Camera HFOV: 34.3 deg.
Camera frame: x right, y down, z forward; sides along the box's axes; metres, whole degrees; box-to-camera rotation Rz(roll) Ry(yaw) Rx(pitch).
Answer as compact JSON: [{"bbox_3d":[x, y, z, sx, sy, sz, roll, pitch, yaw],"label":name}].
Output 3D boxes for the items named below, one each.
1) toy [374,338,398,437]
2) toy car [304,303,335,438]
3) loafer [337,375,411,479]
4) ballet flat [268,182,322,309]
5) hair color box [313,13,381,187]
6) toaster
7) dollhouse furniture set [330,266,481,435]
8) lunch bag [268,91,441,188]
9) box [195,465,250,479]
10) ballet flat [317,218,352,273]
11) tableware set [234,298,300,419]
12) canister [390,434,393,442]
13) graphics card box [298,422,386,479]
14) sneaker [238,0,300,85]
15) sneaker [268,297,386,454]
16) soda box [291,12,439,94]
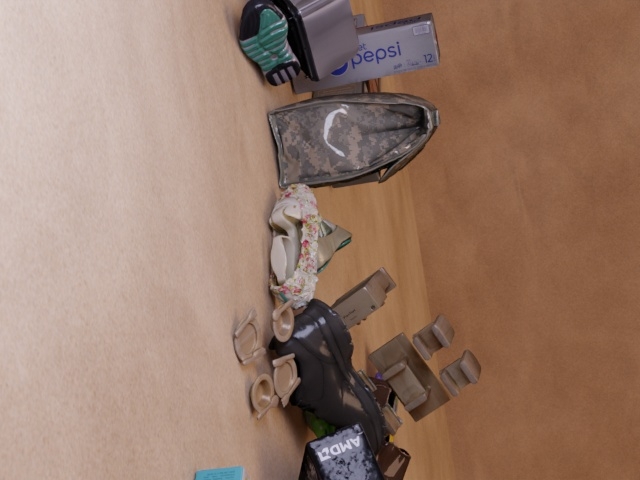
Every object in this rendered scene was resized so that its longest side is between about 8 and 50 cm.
[{"bbox_3d":[0.145,0.360,2.361,0.137,0.056,0.237,71,21,-55],"label":"toy"},{"bbox_3d":[0.005,0.258,1.780,0.225,0.053,0.239,-79,157,-56],"label":"toy car"},{"bbox_3d":[0.104,0.423,1.942,0.134,0.130,0.366,46,38,-70],"label":"loafer"},{"bbox_3d":[-0.046,-0.004,1.662,0.077,0.091,0.241,35,41,-44],"label":"ballet flat"},{"bbox_3d":[0.062,-0.313,2.291,0.185,0.113,0.374,70,16,-44],"label":"hair color box"},{"bbox_3d":[-0.029,-0.396,1.784,0.168,0.110,0.185,50,-13,38],"label":"toaster"},{"bbox_3d":[0.123,0.185,1.765,0.242,0.212,0.161,54,16,0],"label":"dollhouse furniture set"},{"bbox_3d":[0.078,-0.185,1.862,0.235,0.287,0.169,-39,120,-77],"label":"lunch bag"},{"bbox_3d":[-0.110,0.380,1.138,0.244,0.060,0.100,-86,163,-46],"label":"box"},{"bbox_3d":[0.000,0.000,1.891,0.248,0.086,0.086,-44,125,-74],"label":"ballet flat"},{"bbox_3d":[-0.071,0.168,1.474,0.141,0.020,0.168,-32,117,-56],"label":"tableware set"},{"bbox_3d":[0.113,0.434,2.078,0.126,0.073,0.170,101,-13,-73],"label":"canister"},{"bbox_3d":[0.079,0.467,1.476,0.233,0.094,0.371,99,-29,-64],"label":"graphics card box"},{"bbox_3d":[-0.098,-0.345,1.703,0.223,0.083,0.098,69,-3,-66],"label":"sneaker"},{"bbox_3d":[0.006,0.234,1.621,0.109,0.130,0.286,16,-46,62],"label":"sneaker"},{"bbox_3d":[0.084,-0.361,2.001,0.098,0.286,0.091,-70,148,-67],"label":"soda box"}]
